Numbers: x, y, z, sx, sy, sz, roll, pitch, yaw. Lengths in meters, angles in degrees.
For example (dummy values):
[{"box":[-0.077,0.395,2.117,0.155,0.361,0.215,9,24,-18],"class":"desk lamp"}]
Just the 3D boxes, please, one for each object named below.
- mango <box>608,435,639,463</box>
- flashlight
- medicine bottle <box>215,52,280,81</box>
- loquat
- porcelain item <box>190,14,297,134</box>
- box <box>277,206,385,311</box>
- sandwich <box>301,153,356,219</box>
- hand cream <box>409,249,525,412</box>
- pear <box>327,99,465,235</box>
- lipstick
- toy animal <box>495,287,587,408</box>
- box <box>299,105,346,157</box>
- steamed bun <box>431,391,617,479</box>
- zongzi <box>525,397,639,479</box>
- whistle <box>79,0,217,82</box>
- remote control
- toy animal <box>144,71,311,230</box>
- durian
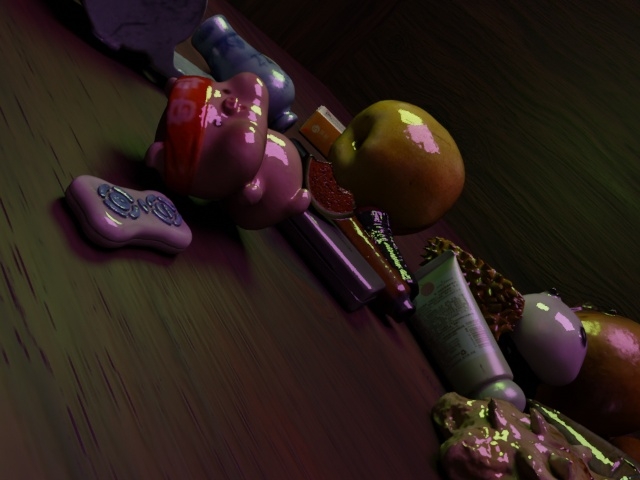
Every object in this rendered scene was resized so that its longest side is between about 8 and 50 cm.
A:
[{"box":[0.747,0.555,1.264,0.332,0.142,0.195,27,29,-56],"class":"mango"},{"box":[0.118,0.028,1.046,0.093,0.093,0.232,35,23,-34],"class":"flashlight"},{"box":[-0.164,-0.391,1.299,0.161,0.111,0.296,39,17,-6],"class":"medicine bottle"},{"box":[0.608,0.318,1.233,0.328,0.328,0.359,15,79,-62],"class":"loquat"},{"box":[-0.149,-0.328,1.098,0.259,0.141,0.141,53,15,-2],"class":"porcelain item"},{"box":[0.000,0.000,0.855,0.243,0.055,0.103,49,16,13],"class":"box"},{"box":[0.006,-0.077,0.836,0.135,0.067,0.029,48,-11,-35],"class":"sandwich"},{"box":[0.236,0.168,0.933,0.093,0.147,0.306,27,31,-49],"class":"hand cream"},{"box":[0.170,-0.155,1.233,0.314,0.314,0.314,42,16,-15],"class":"pear"},{"box":[0.034,-0.028,0.981,0.418,0.077,0.077,55,18,27],"class":"lipstick"},{"box":[0.402,0.213,1.063,0.165,0.235,0.187,39,16,-47],"class":"toy animal"},{"box":[0.065,-0.291,1.680,0.274,0.091,0.221,44,15,-7],"class":"box"},{"box":[0.276,0.302,0.683,0.295,0.137,0.292,55,21,23],"class":"steamed bun"},{"box":[0.506,0.449,0.905,0.323,0.160,0.360,44,8,-31],"class":"zongzi"},{"box":[-0.278,-0.357,0.884,0.168,0.188,0.404,53,-17,40],"class":"whistle"},{"box":[-0.173,-0.023,0.503,0.074,0.032,0.122,51,16,19],"class":"remote control"},{"box":[-0.112,-0.109,0.654,0.198,0.171,0.171,36,18,-43],"class":"toy animal"},{"box":[0.267,0.103,1.075,0.154,0.186,0.260,36,-13,-30],"class":"durian"}]
